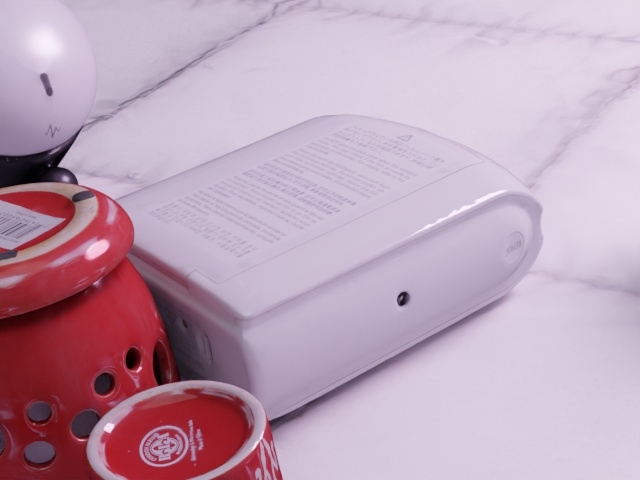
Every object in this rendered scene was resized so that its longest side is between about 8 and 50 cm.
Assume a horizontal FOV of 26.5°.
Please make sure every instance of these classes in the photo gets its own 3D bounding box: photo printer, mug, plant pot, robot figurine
[{"bbox_3d":[0.000,0.000,1.061,0.307,0.107,0.256,-26,33,-31],"label":"photo printer"},{"bbox_3d":[-0.073,0.162,0.715,0.113,0.169,0.150,-29,35,-32],"label":"mug"},{"bbox_3d":[-0.200,0.066,0.919,0.191,0.174,0.191,-9,27,4],"label":"plant pot"},{"bbox_3d":[-0.308,-0.115,1.214,0.209,0.278,0.174,23,57,-19],"label":"robot figurine"}]
